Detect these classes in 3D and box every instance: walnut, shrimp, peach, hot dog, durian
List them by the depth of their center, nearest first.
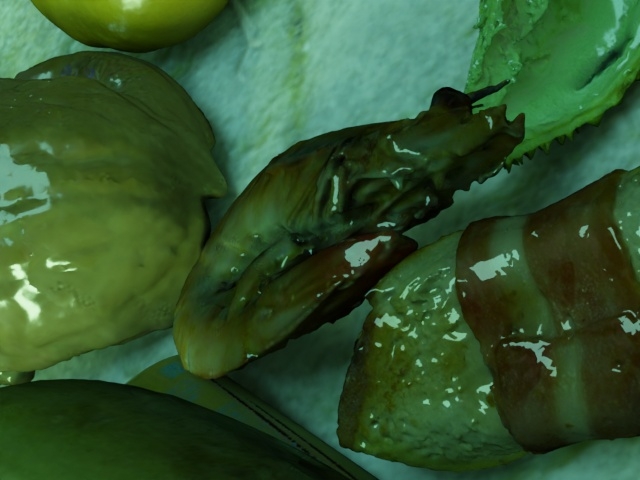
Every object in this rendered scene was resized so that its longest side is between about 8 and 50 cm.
[{"bbox_3d":[0.126,0.035,0.716,0.261,0.093,0.123,-16,84,31],"label":"hot dog"},{"bbox_3d":[0.129,-0.130,0.782,0.086,0.100,0.215,26,100,37],"label":"durian"},{"bbox_3d":[0.000,0.000,0.787,0.287,0.063,0.152,-24,32,57],"label":"shrimp"},{"bbox_3d":[-0.176,-0.014,0.941,0.204,0.141,0.238,32,93,37],"label":"walnut"},{"bbox_3d":[-0.118,-0.207,1.007,0.179,0.103,0.179,-16,57,26],"label":"peach"}]

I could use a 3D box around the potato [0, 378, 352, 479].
[{"bbox_3d":[-0.048,0.164,0.616,0.307,0.210,0.173,27,92,35],"label":"potato"}]

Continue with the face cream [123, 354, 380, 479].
[{"bbox_3d":[-0.027,0.166,0.779,0.139,0.067,0.285,-48,46,-15],"label":"face cream"}]
